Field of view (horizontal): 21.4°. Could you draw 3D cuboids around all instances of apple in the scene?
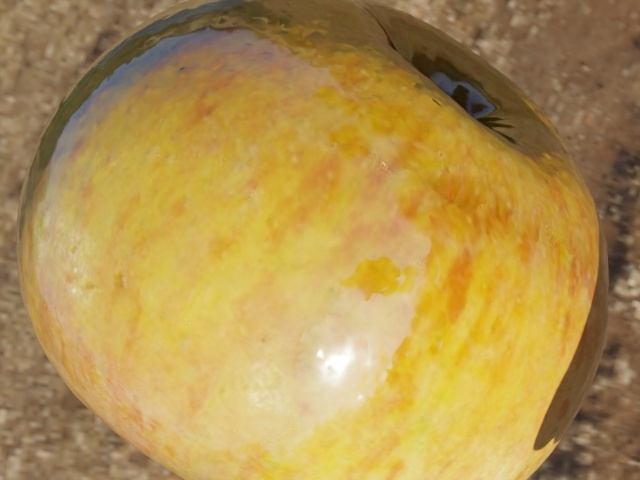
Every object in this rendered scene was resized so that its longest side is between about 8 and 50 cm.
[{"bbox_3d":[0.000,0.000,1.148,0.400,0.400,0.333,28,95,41],"label":"apple"}]
